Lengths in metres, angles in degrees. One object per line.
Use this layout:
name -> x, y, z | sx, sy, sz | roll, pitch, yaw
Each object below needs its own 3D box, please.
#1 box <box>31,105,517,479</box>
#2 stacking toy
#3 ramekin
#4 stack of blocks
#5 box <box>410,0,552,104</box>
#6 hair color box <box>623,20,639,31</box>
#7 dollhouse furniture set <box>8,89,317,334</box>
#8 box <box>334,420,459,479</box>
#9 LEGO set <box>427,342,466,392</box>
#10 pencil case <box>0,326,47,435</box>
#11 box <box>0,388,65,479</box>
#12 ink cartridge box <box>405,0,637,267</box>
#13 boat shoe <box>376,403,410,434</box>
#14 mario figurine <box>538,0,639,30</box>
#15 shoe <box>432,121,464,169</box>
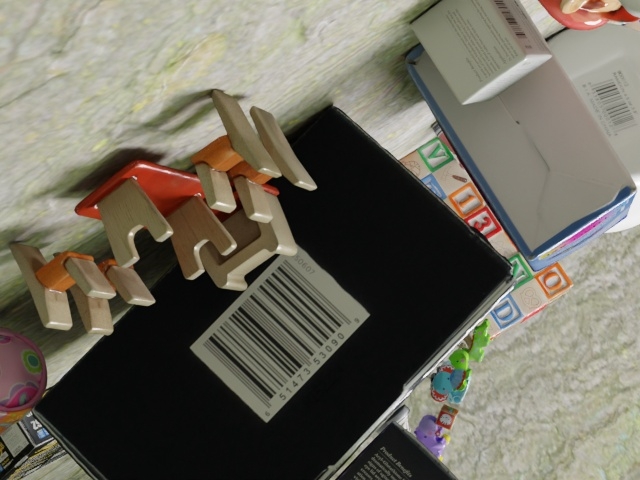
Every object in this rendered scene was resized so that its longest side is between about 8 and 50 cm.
box -> -0.050, 0.149, 1.860 | 0.480, 0.297, 0.472 | -46, 172, -8
stacking toy -> 0.151, 0.214, 1.956 | 0.167, 0.052, 0.221 | -38, 150, -71
ramekin -> 0.381, -0.162, 2.102 | 0.277, 0.277, 0.135 | -30, 163, -17
stack of blocks -> 0.220, -0.004, 2.292 | 0.171, 0.297, 0.087 | -32, 170, -5
box -> 0.166, -0.204, 1.574 | 0.087, 0.101, 0.102 | -35, 172, 23
hair color box -> 0.428, -0.183, 2.424 | 0.339, 0.185, 0.110 | -37, 170, 27
dollhouse furniture set -> -0.137, -0.034, 1.487 | 0.262, 0.135, 0.259 | -35, 160, 17
box -> 0.035, 0.316, 1.657 | 0.207, 0.108, 0.153 | -44, 173, -27
LEGO set -> 0.166, 0.169, 2.067 | 0.083, 0.023, 0.054 | -59, 179, -11
pencil case -> -0.424, 0.199, 1.713 | 0.284, 0.124, 0.124 | -38, 170, 37
box -> -0.391, 0.278, 2.454 | 0.322, 0.079, 0.257 | -26, 168, -40
ink cartridge box -> 0.243, -0.112, 1.827 | 0.151, 0.270, 0.395 | -32, 172, 8
boat shoe -> 0.102, 0.243, 1.999 | 0.035, 0.035, 0.100 | -44, 174, -27
mario figurine -> 0.309, -0.286, 1.408 | 0.198, 0.170, 0.320 | -32, 171, -17
shoe -> 0.240, -0.159, 2.214 | 0.178, 0.081, 0.063 | -25, 169, -43
